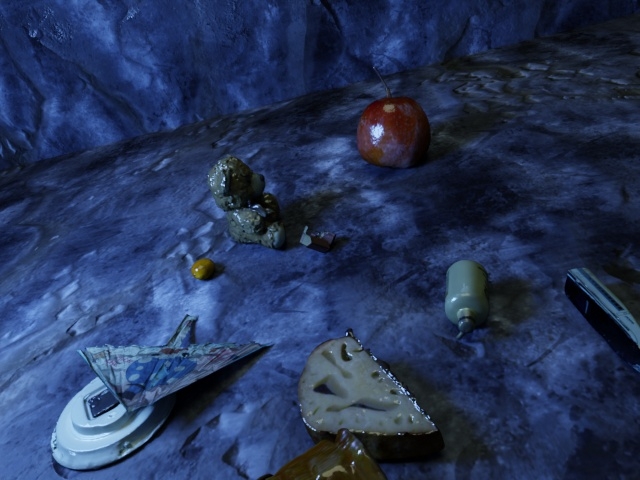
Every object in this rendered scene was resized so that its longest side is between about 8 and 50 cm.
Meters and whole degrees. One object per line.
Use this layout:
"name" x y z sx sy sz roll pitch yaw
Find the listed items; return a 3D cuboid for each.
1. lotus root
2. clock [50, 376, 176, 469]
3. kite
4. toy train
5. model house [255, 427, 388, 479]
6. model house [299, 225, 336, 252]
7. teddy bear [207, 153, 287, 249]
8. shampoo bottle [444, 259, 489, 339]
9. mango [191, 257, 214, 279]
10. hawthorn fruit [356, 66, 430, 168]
"lotus root" 0.053 0.253 0.822 0.170 0.075 0.261 -22 30 -10
"clock" -0.385 0.305 0.970 0.236 0.053 0.236 -12 27 6
"kite" -0.299 0.228 1.036 0.405 0.014 0.368 -2 17 4
"toy train" 0.478 0.131 0.852 0.048 0.055 0.252 -6 29 -2
"model house" -0.009 0.347 0.600 0.229 0.220 0.199 -26 71 -9
"model house" 0.000 0.000 1.314 0.083 0.057 0.058 21 2 -34
"teddy bear" -0.203 -0.110 1.416 0.156 0.256 0.267 -20 28 1
"shampoo bottle" 0.268 0.108 0.966 0.079 0.079 0.162 -5 30 18
"mango" -0.299 0.071 1.357 0.060 0.046 0.089 -7 17 11
"hawthorn fruit" 0.232 -0.339 1.642 0.235 0.263 0.231 15 56 1
